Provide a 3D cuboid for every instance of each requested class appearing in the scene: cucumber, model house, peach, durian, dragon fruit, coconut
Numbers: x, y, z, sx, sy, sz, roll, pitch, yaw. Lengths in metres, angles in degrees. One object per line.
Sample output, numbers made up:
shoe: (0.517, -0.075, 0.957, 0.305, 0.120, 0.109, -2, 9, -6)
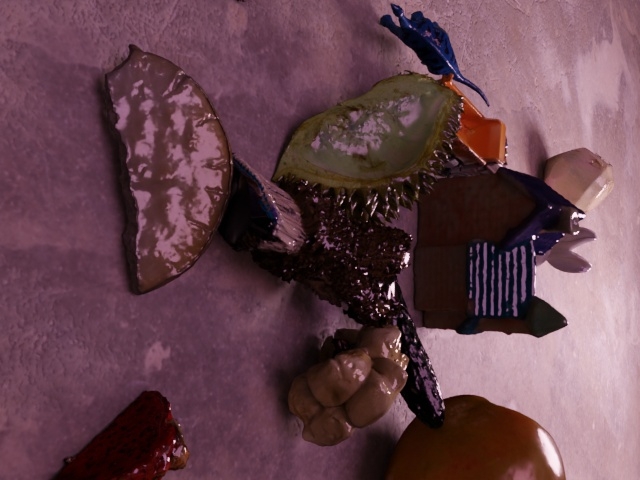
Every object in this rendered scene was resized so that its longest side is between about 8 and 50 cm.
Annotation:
cucumber: (0.120, 0.151, 1.054, 0.081, 0.072, 0.303, 3, 61, -50)
model house: (0.352, 0.024, 1.260, 0.245, 0.280, 0.312, 10, 79, -50)
peach: (0.243, 0.421, 1.081, 0.308, 0.308, 0.332, 48, 61, -36)
durian: (0.102, -0.140, 1.076, 0.394, 0.163, 0.198, -38, 78, -25)
dragon fruit: (-0.193, 0.240, 0.704, 0.162, 0.106, 0.083, -40, 117, -49)
coconut: (0.683, -0.169, 1.784, 0.171, 0.183, 0.171, -36, 156, -19)

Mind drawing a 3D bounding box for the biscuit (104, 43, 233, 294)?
biscuit: (-0.170, -0.088, 0.781, 0.141, 0.038, 0.290, -7, 92, -23)

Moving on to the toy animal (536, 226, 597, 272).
toy animal: (0.487, 0.019, 1.479, 0.131, 0.220, 0.104, 3, 88, -52)

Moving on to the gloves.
gloves: (-0.001, 0.007, 0.889, 0.312, 0.210, 0.135, 37, 77, -41)

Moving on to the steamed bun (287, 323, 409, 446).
steamed bun: (0.041, 0.188, 0.946, 0.106, 0.192, 0.177, 51, 44, -9)

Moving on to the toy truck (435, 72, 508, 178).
toy truck: (0.274, -0.208, 1.305, 0.270, 0.135, 0.114, 29, 64, -46)

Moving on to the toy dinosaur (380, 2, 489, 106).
toy dinosaur: (0.198, -0.362, 1.218, 0.329, 0.076, 0.144, 30, 22, -44)
